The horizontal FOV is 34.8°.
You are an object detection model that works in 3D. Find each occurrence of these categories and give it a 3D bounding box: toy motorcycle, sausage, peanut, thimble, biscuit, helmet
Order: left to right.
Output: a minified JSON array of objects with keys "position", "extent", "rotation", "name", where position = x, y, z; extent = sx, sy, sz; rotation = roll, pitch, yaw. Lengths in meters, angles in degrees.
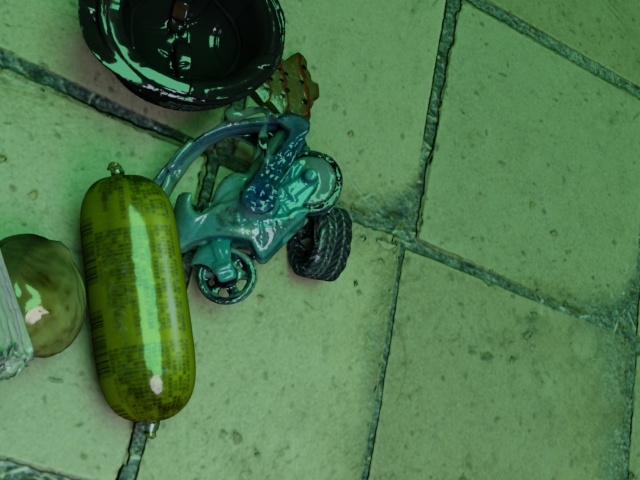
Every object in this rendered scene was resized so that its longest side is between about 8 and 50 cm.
[{"position":[-0.339,0.067,1.202],"extent":[0.140,0.109,0.159],"rotation":[41,23,-19],"name":"peanut"},{"position":[-0.226,0.071,1.265],"extent":[0.123,0.123,0.347],"rotation":[-3,80,-31],"name":"sausage"},{"position":[-0.195,-0.275,1.385],"extent":[0.279,0.160,0.230],"rotation":[-7,81,-21],"name":"helmet"},{"position":[-0.106,-0.059,1.372],"extent":[0.206,0.154,0.260],"rotation":[44,78,5],"name":"toy motorcycle"},{"position":[-0.060,-0.232,1.532],"extent":[0.130,0.019,0.119],"rotation":[2,73,-29],"name":"biscuit"},{"position":[0.001,0.002,1.443],"extent":[0.066,0.095,0.104],"rotation":[10,54,-30],"name":"thimble"}]

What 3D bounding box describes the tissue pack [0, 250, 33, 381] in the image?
[{"position":[-0.476,0.015,1.092],"extent":[0.242,0.125,0.343],"rotation":[-20,82,3],"name":"tissue pack"}]
